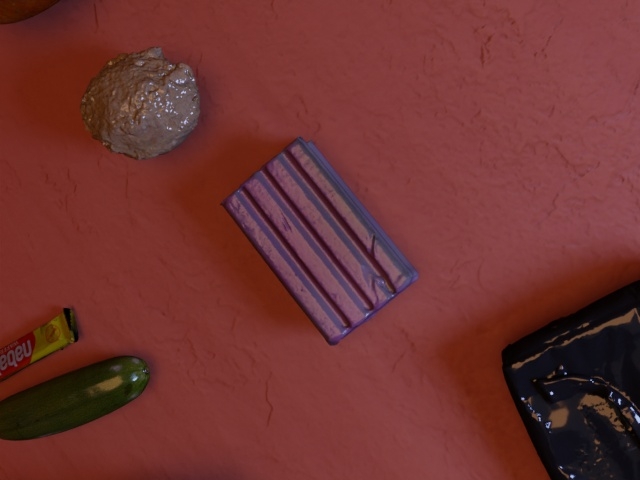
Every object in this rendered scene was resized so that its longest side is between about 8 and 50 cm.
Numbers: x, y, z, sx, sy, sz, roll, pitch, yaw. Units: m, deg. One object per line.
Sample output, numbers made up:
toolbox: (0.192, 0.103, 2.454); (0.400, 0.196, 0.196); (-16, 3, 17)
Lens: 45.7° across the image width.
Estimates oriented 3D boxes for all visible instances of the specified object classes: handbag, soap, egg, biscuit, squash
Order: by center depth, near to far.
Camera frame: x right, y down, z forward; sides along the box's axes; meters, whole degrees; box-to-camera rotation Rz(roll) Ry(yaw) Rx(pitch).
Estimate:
handbag: (0.336, 0.181, 0.753); (0.244, 0.088, 0.275); (-30, 89, 16)
soap: (0.000, 0.000, 0.834); (0.122, 0.065, 0.203); (-39, 84, 12)
egg: (-0.199, -0.151, 0.851); (0.140, 0.116, 0.118); (-3, 120, 14)
squash: (-0.317, 0.199, 0.922); (0.252, 0.066, 0.066); (-22, 88, 15)
biscuit: (-0.425, 0.169, 0.968); (0.292, 0.026, 0.048); (-29, 66, 13)

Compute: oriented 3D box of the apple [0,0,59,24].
apple: (-0.352, -0.362, 0.853); (0.210, 0.173, 0.235); (43, 110, 4)
